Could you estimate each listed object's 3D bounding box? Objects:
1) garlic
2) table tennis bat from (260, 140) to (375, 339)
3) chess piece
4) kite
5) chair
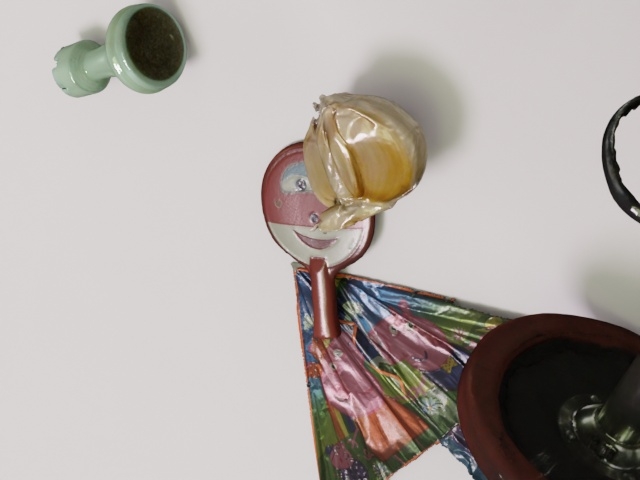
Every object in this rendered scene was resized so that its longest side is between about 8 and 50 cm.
[{"bbox_3d":[0.028,-0.064,1.174,0.113,0.074,0.094,-13,103,42],"label":"garlic"},{"bbox_3d":[0.000,0.000,1.257,0.098,0.019,0.155,6,110,29],"label":"table tennis bat"},{"bbox_3d":[-0.156,-0.137,1.259,0.103,0.067,0.067,-10,110,45],"label":"chess piece"},{"bbox_3d":[0.050,0.109,1.291,0.234,0.016,0.321,47,129,1],"label":"kite"},{"bbox_3d":[0.231,0.050,1.017,0.226,0.226,0.401,34,128,12],"label":"chair"}]
